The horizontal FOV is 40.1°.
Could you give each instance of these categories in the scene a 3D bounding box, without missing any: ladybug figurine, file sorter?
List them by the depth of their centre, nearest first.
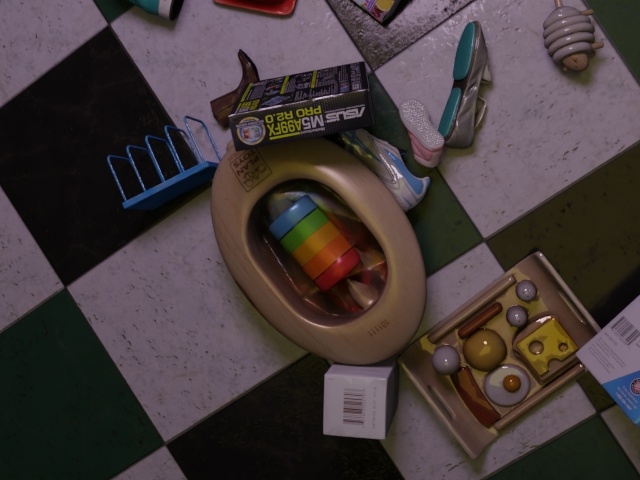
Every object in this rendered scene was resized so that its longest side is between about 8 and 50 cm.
[{"bbox_3d":[0.000,0.000,1.487,0.305,0.162,0.449,-37,88,15],"label":"ladybug figurine"},{"bbox_3d":[-0.272,-0.136,1.555,0.170,0.118,0.104,-25,86,11],"label":"file sorter"}]

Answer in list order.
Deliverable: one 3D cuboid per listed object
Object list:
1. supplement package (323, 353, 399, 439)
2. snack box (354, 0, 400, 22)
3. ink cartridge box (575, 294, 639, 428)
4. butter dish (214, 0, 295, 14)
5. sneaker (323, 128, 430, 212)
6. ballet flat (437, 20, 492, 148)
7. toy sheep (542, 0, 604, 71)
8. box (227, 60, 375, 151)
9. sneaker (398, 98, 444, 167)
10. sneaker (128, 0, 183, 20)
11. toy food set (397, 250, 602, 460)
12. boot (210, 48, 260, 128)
[{"bbox_3d":[0.072,0.256,1.485,0.105,0.179,0.105,2,97,11],"label":"supplement package"},{"bbox_3d":[0.078,-0.451,1.481,0.141,0.037,0.100,40,137,6],"label":"snack box"},{"bbox_3d":[0.586,0.182,1.344,0.197,0.198,0.270,40,102,-24],"label":"ink cartridge box"},{"bbox_3d":[-0.116,-0.483,1.500,0.160,0.118,0.160,13,96,9],"label":"butter dish"},{"bbox_3d":[0.088,-0.149,1.513,0.086,0.085,0.237,-42,81,-17],"label":"sneaker"},{"bbox_3d":[0.253,-0.259,1.482,0.068,0.072,0.213,11,98,-18],"label":"ballet flat"},{"bbox_3d":[0.406,-0.336,1.432,0.091,0.091,0.132,-18,77,11],"label":"toy sheep"},{"bbox_3d":[-0.025,-0.222,1.414,0.216,0.270,0.060,-11,110,5],"label":"box"},{"bbox_3d":[0.169,-0.178,1.495,0.051,0.070,0.134,-16,50,-12],"label":"sneaker"},{"bbox_3d":[-0.305,-0.553,1.534,0.178,0.124,0.295,15,98,0],"label":"sneaker"},{"bbox_3d":[0.314,0.196,1.481,0.306,0.092,0.220,-39,86,11],"label":"toy food set"},{"bbox_3d":[-0.159,-0.270,1.566,0.114,0.037,0.106,-29,91,15],"label":"boot"}]
